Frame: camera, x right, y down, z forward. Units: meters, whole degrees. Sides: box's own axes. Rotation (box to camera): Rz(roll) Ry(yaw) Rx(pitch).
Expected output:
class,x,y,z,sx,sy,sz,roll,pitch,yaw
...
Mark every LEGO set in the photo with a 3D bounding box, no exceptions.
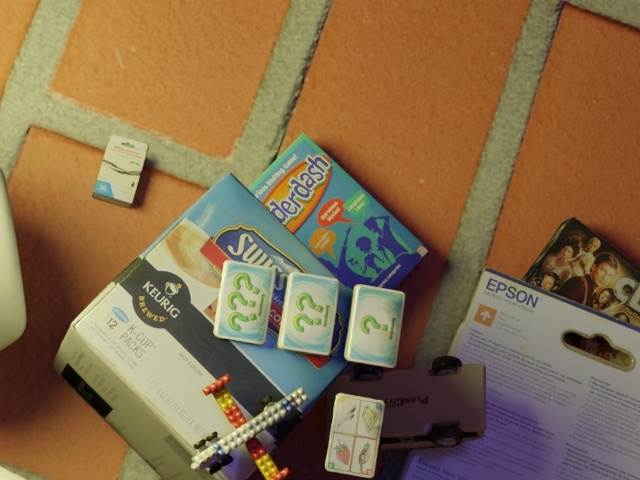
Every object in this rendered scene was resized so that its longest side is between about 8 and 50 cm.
class,x,y,z,sx,sy,sz,roll,pitch,yaw
LEGO set,-0.021,0.149,1.539,0.182,0.060,0.244,11,79,-9

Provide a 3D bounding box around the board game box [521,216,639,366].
class,x,y,z,sx,sy,sz,roll,pitch,yaw
board game box,0.352,0.108,1.979,0.243,0.042,0.165,37,73,0

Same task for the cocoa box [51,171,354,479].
class,x,y,z,sx,sy,sz,roll,pitch,yaw
cocoa box,-0.121,0.112,1.730,0.231,0.347,0.228,45,73,-1

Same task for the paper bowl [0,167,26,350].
class,x,y,z,sx,sy,sz,roll,pitch,yaw
paper bowl,-0.399,0.019,1.734,0.148,0.284,0.284,-8,79,-13

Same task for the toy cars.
class,x,y,z,sx,sy,sz,roll,pitch,yaw
toy cars,0.027,0.264,1.834,0.393,0.087,0.176,-41,55,-4

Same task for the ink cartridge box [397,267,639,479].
class,x,y,z,sx,sy,sz,roll,pitch,yaw
ink cartridge box,0.278,0.243,1.896,0.324,0.071,0.330,22,75,4

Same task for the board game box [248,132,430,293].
class,x,y,z,sx,sy,sz,roll,pitch,yaw
board game box,0.000,0.000,1.936,0.210,0.047,0.160,42,73,2

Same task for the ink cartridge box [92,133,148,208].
class,x,y,z,sx,sy,sz,roll,pitch,yaw
ink cartridge box,-0.235,-0.086,1.922,0.048,0.028,0.083,16,74,-7

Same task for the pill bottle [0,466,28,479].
class,x,y,z,sx,sy,sz,roll,pitch,yaw
pill bottle,-0.375,0.396,1.711,0.169,0.169,0.301,30,74,-3
